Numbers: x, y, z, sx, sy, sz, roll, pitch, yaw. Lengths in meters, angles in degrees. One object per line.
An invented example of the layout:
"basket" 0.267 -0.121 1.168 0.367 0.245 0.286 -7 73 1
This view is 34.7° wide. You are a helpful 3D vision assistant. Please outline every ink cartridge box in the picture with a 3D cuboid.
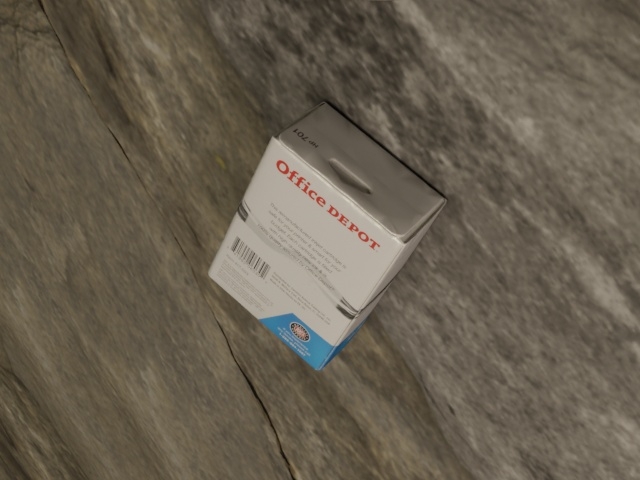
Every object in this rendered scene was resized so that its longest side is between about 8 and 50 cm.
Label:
"ink cartridge box" 0.000 0.000 0.883 0.140 0.082 0.190 41 134 10
